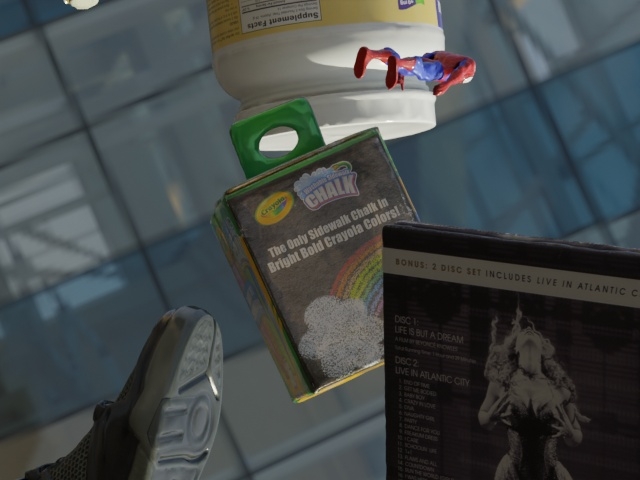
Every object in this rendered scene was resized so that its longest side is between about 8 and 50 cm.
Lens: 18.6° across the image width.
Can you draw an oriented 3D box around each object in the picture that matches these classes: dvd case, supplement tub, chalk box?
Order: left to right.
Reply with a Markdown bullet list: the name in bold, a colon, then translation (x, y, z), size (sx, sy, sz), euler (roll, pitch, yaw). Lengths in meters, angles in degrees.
- **supplement tub**: translation (0.000, -0.269, 1.999), size (0.241, 0.241, 0.331), euler (166, -82, -69)
- **chalk box**: translation (0.000, 0.000, 1.489), size (0.132, 0.132, 0.213), euler (132, -66, -79)
- **dvd case**: translation (0.096, 0.107, 0.856), size (0.165, 0.018, 0.221), euler (7, -77, 41)

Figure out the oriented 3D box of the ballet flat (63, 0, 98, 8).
- **ballet flat**: translation (-0.127, -0.141, 1.023), size (0.114, 0.041, 0.041), euler (-139, -151, -76)

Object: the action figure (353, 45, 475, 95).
- **action figure**: translation (0.064, -0.105, 1.211), size (0.038, 0.115, 0.030), euler (15, -76, 33)

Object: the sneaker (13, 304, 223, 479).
- **sneaker**: translation (-0.140, 0.139, 1.185), size (0.130, 0.087, 0.227), euler (17, -89, 24)
